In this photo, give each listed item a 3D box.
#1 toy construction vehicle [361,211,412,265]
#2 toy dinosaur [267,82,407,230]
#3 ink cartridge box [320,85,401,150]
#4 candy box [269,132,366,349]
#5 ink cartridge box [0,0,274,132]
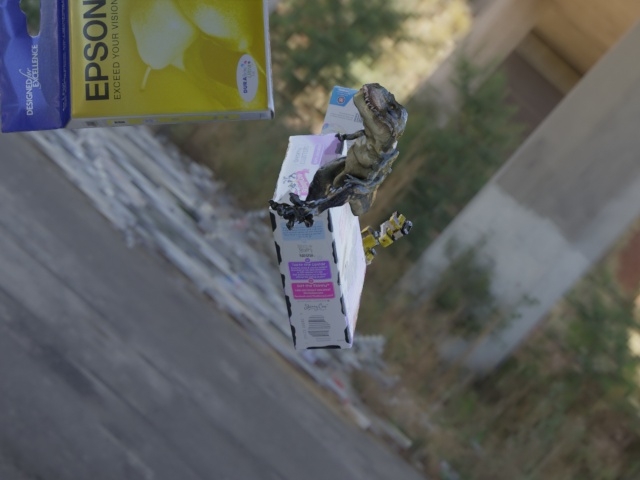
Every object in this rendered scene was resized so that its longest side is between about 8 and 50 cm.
[{"bbox_3d":[0.076,-0.005,1.947,0.035,0.086,0.098,54,32,-12],"label":"toy construction vehicle"},{"bbox_3d":[0.018,-0.052,1.327,0.064,0.118,0.268,56,-14,13],"label":"toy dinosaur"},{"bbox_3d":[0.049,-0.144,1.988,0.088,0.122,0.052,16,-2,39],"label":"ink cartridge box"},{"bbox_3d":[0.000,0.000,1.653,0.165,0.070,0.196,-77,161,-55],"label":"candy box"},{"bbox_3d":[-0.212,-0.279,1.603,0.072,0.307,0.304,115,-28,-81],"label":"ink cartridge box"}]
